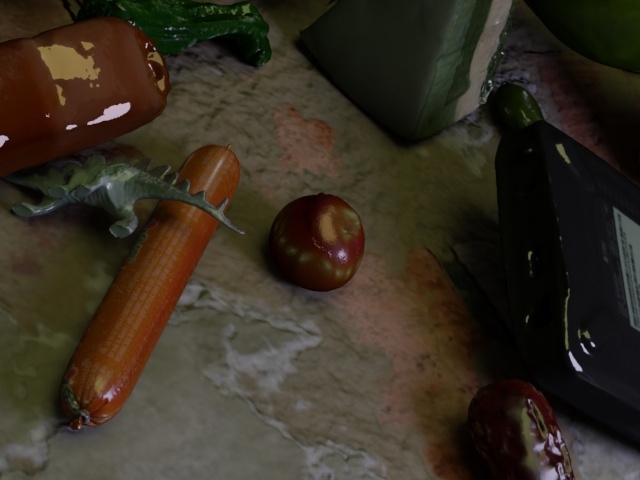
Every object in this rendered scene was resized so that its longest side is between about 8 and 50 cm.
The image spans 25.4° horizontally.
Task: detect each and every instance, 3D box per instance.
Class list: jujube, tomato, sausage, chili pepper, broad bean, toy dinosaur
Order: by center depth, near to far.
[{"bbox_3d":[-0.263,-0.094,1.090,0.348,0.094,0.097,-24,91,-41],"label":"sausage"},{"bbox_3d":[-0.129,0.024,1.124,0.053,0.053,0.347,32,41,-8],"label":"sausage"},{"bbox_3d":[-0.157,-0.039,1.130,0.209,0.039,0.082,13,33,12],"label":"toy dinosaur"},{"bbox_3d":[0.168,0.179,1.187,0.077,0.077,0.129,-3,66,-38],"label":"jujube"},{"bbox_3d":[0.000,0.000,1.227,0.087,0.075,0.087,21,46,-23],"label":"tomato"},{"bbox_3d":[-0.135,-0.197,1.308,0.100,0.074,0.257,40,31,28],"label":"chili pepper"},{"bbox_3d":[0.246,-0.069,1.497,0.053,0.052,0.256,-21,62,1],"label":"broad bean"}]

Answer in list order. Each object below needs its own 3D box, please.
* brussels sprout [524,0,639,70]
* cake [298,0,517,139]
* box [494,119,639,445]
[{"bbox_3d":[0.346,-0.339,1.469,0.276,0.371,0.314,-37,121,-31],"label":"brussels sprout"},{"bbox_3d":[0.149,-0.228,1.406,0.172,0.284,0.158,56,41,-2],"label":"cake"},{"bbox_3d":[0.282,0.052,1.338,0.289,0.073,0.290,30,44,-34],"label":"box"}]
